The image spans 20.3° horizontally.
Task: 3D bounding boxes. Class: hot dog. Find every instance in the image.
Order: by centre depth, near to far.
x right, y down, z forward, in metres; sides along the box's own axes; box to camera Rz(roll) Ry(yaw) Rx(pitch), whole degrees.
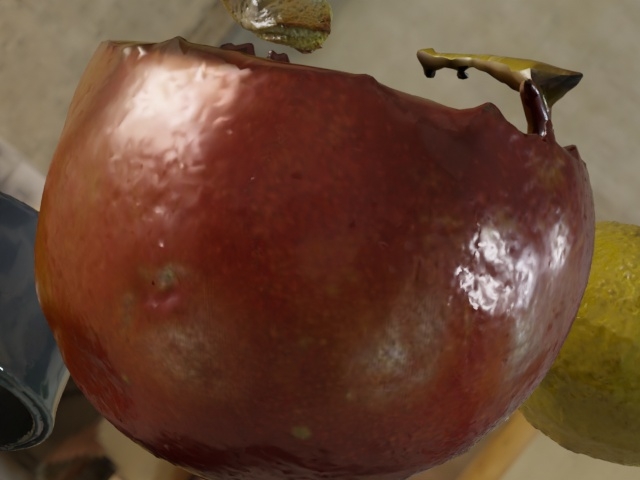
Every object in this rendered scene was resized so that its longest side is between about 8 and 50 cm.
[{"bbox_3d":[-0.049,-0.215,1.608,0.169,0.078,0.061,50,-26,29],"label":"hot dog"}]

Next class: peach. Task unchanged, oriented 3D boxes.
[{"bbox_3d":[-0.013,0.014,1.216,0.406,0.310,0.335,12,8,39],"label":"peach"}]

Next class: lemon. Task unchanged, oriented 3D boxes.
[{"bbox_3d":[0.336,0.113,1.932,0.322,0.268,0.268,22,1,14],"label":"lemon"}]

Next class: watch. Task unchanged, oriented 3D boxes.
[{"bbox_3d":[-0.385,0.058,1.598,0.327,0.314,0.335,-12,-38,40],"label":"watch"}]
